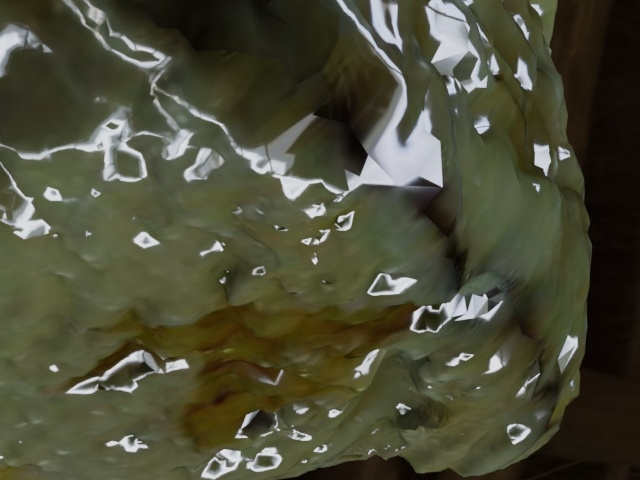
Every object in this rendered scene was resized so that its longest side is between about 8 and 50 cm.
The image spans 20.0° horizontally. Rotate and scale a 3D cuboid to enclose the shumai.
[{"bbox_3d":[-0.032,-0.055,0.473,0.189,0.256,0.218,-5,-115,17],"label":"shumai"}]
